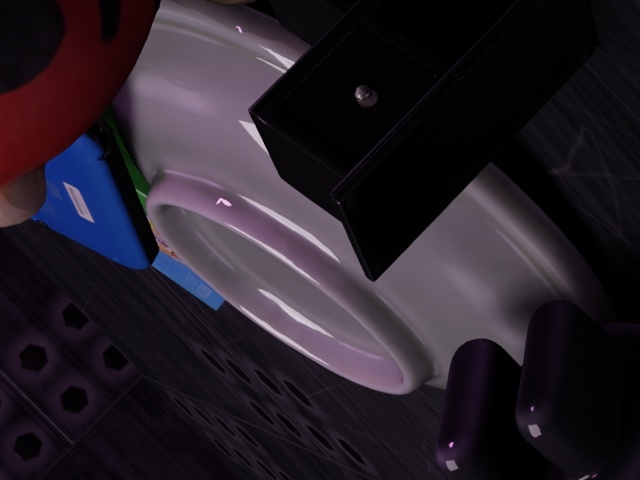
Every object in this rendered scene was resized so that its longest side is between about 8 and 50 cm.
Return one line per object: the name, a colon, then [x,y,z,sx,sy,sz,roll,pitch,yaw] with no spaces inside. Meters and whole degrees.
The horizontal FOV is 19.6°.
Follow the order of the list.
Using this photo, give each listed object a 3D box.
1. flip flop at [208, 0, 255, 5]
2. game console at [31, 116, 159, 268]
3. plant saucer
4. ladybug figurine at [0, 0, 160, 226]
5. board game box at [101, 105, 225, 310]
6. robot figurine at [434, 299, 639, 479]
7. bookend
flip flop: [-0.010,-0.177,0.758,0.080,0.112,0.277,33,164,-10]
game console: [-0.203,-0.138,1.294,0.250,0.173,0.293,26,166,10]
plant saucer: [0.000,0.000,1.198,0.400,0.100,0.400,32,165,10]
ladybug figurine: [-0.182,-0.217,0.780,0.162,0.305,0.449,-3,115,36]
board game box: [-0.155,-0.047,1.608,0.242,0.064,0.316,35,169,-2]
robot figurine: [0.186,0.162,1.069,0.278,0.173,0.209,44,166,-24]
bookend: [0.016,-0.092,0.860,0.157,0.156,0.072,37,165,31]
